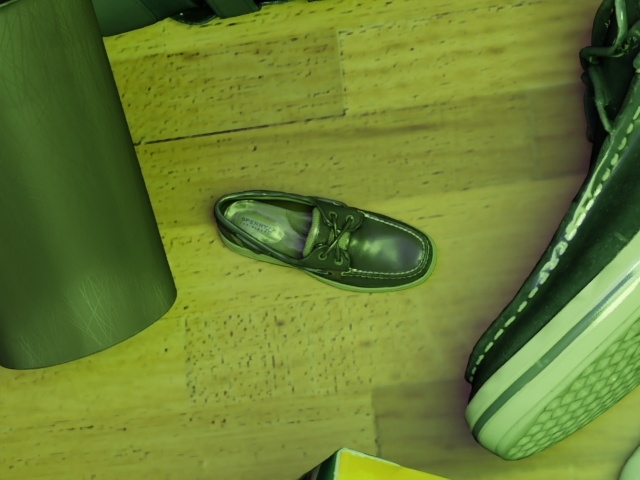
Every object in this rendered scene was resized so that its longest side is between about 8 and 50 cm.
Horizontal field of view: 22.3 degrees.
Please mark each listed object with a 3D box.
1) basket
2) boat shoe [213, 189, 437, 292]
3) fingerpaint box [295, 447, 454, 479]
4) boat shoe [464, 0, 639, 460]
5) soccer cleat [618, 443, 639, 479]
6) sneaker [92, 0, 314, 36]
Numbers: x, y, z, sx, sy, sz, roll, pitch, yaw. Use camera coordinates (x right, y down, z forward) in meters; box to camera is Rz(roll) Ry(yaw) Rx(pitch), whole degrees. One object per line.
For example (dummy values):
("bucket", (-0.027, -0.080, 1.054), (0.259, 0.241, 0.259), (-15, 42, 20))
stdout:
("basket", (-0.186, -0.046, 1.032), (0.154, 0.204, 0.227), (-23, 107, -14))
("boat shoe", (0.000, 0.000, 1.073), (0.152, 0.049, 0.056), (9, 82, 13))
("fingerpaint box", (0.163, 0.346, 0.815), (0.445, 0.163, 0.371), (15, 71, -9))
("boat shoe", (0.226, -0.089, 0.979), (0.156, 0.187, 0.500), (33, 84, 20))
("soccer cleat", (0.276, 0.172, 0.980), (0.196, 0.068, 0.076), (24, 77, 15))
("sneaker", (-0.029, -0.212, 1.077), (0.321, 0.126, 0.127), (-34, 76, 7))
